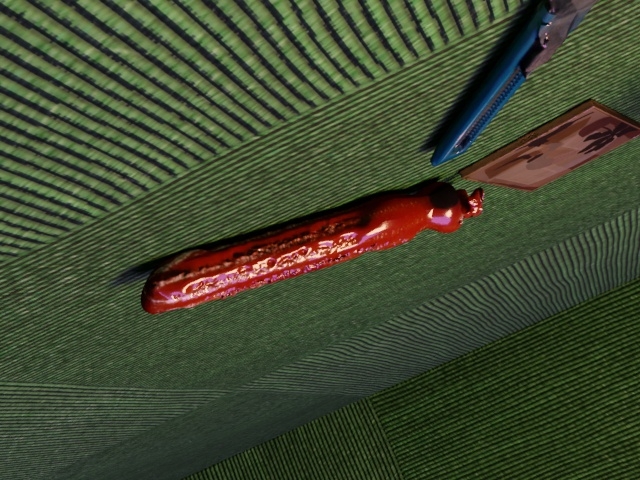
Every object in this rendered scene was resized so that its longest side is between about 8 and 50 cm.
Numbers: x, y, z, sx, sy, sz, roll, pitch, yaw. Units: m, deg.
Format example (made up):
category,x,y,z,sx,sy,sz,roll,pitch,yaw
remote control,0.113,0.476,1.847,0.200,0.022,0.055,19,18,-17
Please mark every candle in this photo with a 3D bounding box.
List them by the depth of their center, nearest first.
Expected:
category,x,y,z,sx,sy,sz,roll,pitch,yaw
candle,0.000,0.000,0.982,0.329,0.048,0.051,-17,124,-25

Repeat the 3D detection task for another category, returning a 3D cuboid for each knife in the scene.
category,x,y,z,sx,sy,sz,roll,pitch,yaw
knife,0.135,-0.114,0.799,0.044,0.026,0.296,-31,169,-20

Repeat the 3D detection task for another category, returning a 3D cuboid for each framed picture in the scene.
category,x,y,z,sx,sy,sz,roll,pitch,yaw
framed picture,0.228,-0.086,1.098,0.136,0.010,0.201,-30,165,24
